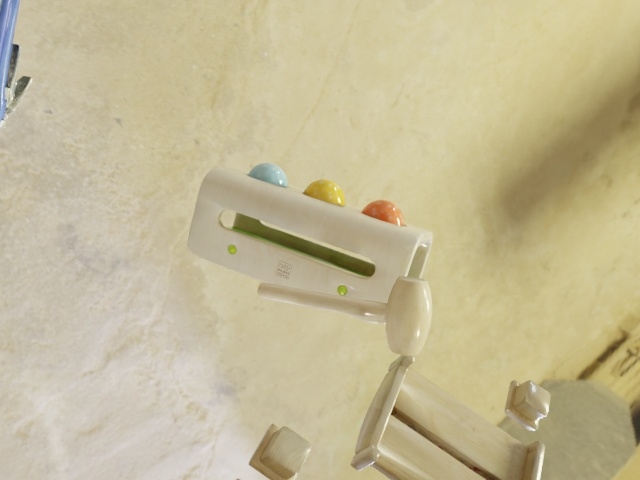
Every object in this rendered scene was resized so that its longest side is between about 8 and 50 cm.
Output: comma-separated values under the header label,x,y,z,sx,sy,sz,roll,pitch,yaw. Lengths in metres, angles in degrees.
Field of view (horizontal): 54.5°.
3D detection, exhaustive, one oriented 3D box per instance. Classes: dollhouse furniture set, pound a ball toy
label,x,y,z,sx,sy,sz,roll,pitch,yaw
dollhouse furniture set,0.059,0.253,0.693,0.174,0.303,0.356,-51,-175,47
pound a ball toy,0.000,0.000,0.724,0.208,0.319,0.136,-8,116,-70

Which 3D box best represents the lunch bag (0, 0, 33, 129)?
label,x,y,z,sx,sy,sz,roll,pitch,yaw
lunch bag,-0.304,-0.139,0.309,0.303,0.115,0.243,9,99,-46
